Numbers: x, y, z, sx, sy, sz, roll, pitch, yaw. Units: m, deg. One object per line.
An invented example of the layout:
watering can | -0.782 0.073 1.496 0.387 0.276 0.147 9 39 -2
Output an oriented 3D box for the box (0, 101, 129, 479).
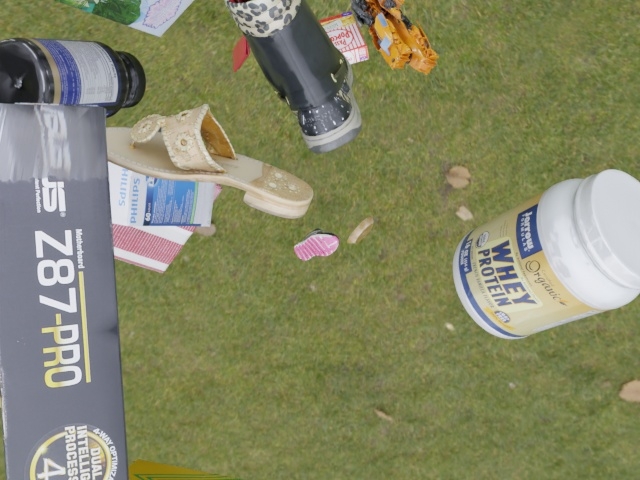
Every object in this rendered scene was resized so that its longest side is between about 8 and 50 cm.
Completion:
box | -0.274 0.063 0.624 0.097 0.395 0.318 -5 89 -26

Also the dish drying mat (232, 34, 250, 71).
dish drying mat | -0.103 -0.244 0.806 0.008 0.083 0.032 -4 92 -18

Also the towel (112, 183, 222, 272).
towel | -0.455 -0.066 1.718 0.237 0.037 0.329 24 114 -36

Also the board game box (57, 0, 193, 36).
board game box | -0.196 -0.416 0.783 0.319 0.318 0.066 -40 87 17

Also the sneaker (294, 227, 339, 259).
sneaker | 0.000 0.000 1.566 0.063 0.075 0.170 51 148 -11

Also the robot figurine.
robot figurine | 0.200 -0.584 1.690 0.211 0.291 0.085 -5 153 -39

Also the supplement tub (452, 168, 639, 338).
supplement tub | 0.412 0.030 1.088 0.228 0.228 0.316 34 145 -14

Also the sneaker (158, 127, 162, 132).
sneaker | -0.307 -0.219 1.305 0.109 0.044 0.040 38 105 8

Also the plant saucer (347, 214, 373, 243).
plant saucer | 0.094 -0.020 1.389 0.015 0.083 0.083 43 116 14

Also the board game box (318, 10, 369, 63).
board game box | 0.041 -0.557 1.741 0.147 0.193 0.045 -16 140 1

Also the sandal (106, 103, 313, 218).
sandal | -0.115 -0.102 0.644 0.240 0.088 0.079 19 124 -6

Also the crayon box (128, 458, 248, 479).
crayon box | -0.104 0.460 0.689 0.313 0.106 0.362 6 92 11

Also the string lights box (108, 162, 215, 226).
string lights box | -0.326 -0.098 1.284 0.077 0.260 0.133 10 95 26

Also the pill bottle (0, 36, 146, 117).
pill bottle | -0.377 -0.244 0.952 0.123 0.219 0.122 7 107 25

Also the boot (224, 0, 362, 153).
boot | -0.032 -0.221 0.661 0.085 0.236 0.178 -25 131 9
